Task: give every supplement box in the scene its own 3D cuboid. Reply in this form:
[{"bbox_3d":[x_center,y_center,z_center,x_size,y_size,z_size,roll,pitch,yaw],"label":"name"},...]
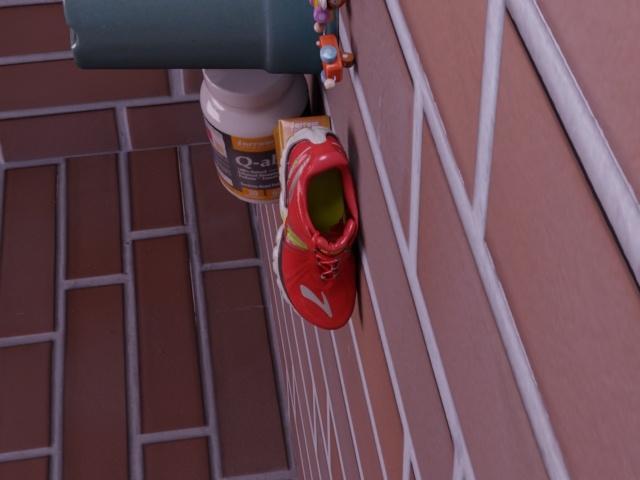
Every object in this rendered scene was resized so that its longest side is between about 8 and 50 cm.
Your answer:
[{"bbox_3d":[-0.014,-0.054,1.796,0.080,0.078,0.233,118,145,-81],"label":"supplement box"}]

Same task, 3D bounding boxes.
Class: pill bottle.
[{"bbox_3d":[-0.094,-0.188,1.932,0.278,0.162,0.162,82,179,-60],"label":"pill bottle"}]

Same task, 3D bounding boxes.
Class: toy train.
[{"bbox_3d":[0.016,-0.252,1.426,0.166,0.046,0.125,87,174,-61],"label":"toy train"}]

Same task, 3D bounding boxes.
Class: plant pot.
[{"bbox_3d":[-0.165,-0.364,1.676,0.341,0.334,0.341,175,90,-85],"label":"plant pot"}]

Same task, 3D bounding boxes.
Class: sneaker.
[{"bbox_3d":[0.000,0.000,1.596,0.118,0.107,0.279,-124,25,-60],"label":"sneaker"}]
